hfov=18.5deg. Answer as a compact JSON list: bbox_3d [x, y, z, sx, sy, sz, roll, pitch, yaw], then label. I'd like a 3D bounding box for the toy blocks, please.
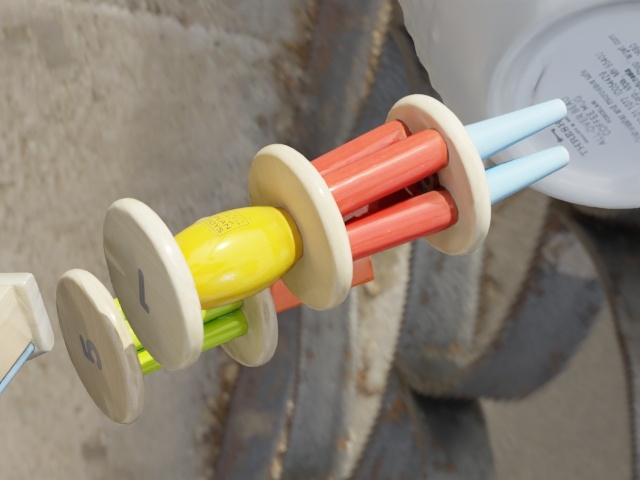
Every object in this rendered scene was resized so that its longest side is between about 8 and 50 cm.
[{"bbox_3d":[0.000,0.000,0.624,0.148,0.123,0.054,-21,80,-24],"label":"toy blocks"}]

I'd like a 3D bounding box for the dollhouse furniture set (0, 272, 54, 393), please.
[{"bbox_3d":[-0.254,0.199,1.054,0.286,0.198,0.303,-1,120,22],"label":"dollhouse furniture set"}]

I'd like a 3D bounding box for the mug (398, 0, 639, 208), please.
[{"bbox_3d":[0.155,-0.222,1.163,0.276,0.328,0.374,-16,133,17],"label":"mug"}]
